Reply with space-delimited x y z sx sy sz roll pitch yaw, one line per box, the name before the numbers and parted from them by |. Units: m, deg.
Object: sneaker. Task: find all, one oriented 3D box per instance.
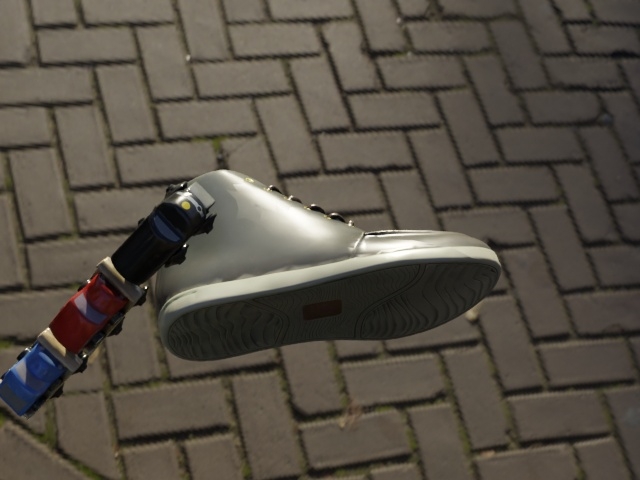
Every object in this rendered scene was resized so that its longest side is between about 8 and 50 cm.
sneaker | 0.000 0.000 0.719 0.222 0.083 0.118 -6 50 -10

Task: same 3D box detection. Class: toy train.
toy train | -0.100 0.032 0.490 0.027 0.158 0.036 44 29 -2
